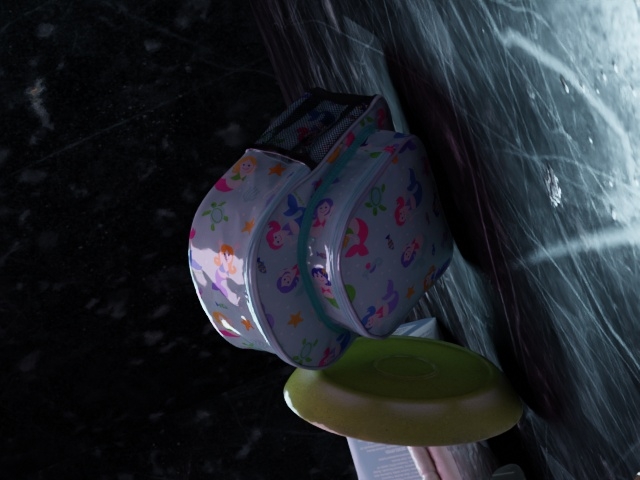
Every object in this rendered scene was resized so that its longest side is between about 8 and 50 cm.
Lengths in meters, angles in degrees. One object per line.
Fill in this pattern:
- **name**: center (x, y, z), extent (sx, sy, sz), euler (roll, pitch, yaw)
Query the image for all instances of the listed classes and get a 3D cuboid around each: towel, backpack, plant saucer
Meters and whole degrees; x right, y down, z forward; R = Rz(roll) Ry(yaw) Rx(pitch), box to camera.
- **towel**: center (0.213, 0.354, 1.616), extent (0.332, 0.053, 0.317), euler (45, -163, -58)
- **backpack**: center (0.000, 0.000, 1.317), extent (0.191, 0.253, 0.225), euler (21, 143, 41)
- **plant saucer**: center (0.084, 0.142, 1.340), extent (0.241, 0.241, 0.037), euler (-119, 31, -71)

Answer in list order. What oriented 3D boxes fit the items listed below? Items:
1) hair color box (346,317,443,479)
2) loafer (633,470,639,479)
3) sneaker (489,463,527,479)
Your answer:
- **hair color box**: center (0.134, 0.310, 1.808), extent (0.185, 0.114, 0.374), euler (-20, -86, -68)
- **loafer**: center (0.215, 0.202, 0.792), extent (0.056, 0.050, 0.148), euler (70, 177, -50)
- **sneaker**: center (0.240, 0.321, 1.539), extent (0.061, 0.054, 0.152), euler (58, -171, -24)
